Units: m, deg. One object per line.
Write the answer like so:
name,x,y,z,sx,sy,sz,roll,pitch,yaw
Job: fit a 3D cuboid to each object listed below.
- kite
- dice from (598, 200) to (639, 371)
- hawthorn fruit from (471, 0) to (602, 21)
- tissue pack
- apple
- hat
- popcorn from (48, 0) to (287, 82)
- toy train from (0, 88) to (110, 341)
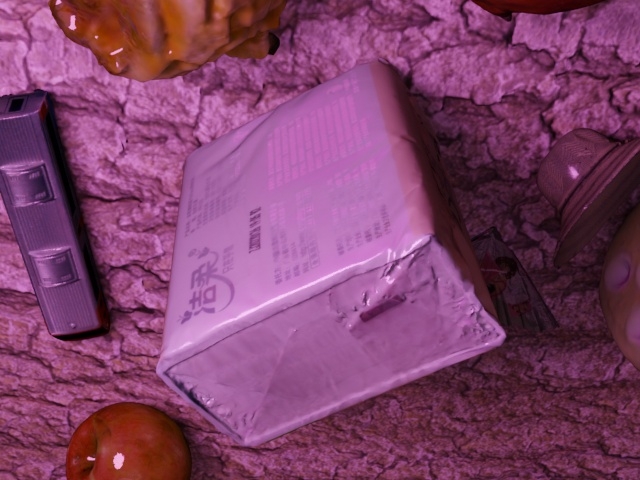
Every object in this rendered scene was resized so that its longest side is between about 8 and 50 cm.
kite,0.233,0.091,1.329,0.323,0.013,0.267,9,123,-8
dice,0.563,0.070,1.187,0.252,0.254,0.249,14,125,-14
hawthorn fruit,0.244,-0.385,0.847,0.325,0.308,0.308,-32,120,30
tissue pack,0.000,0.000,1.023,0.332,0.405,0.205,-27,125,15
apple,-0.305,0.359,1.383,0.196,0.196,0.196,-1,124,-2
hat,0.352,-0.089,1.147,0.110,0.252,0.252,43,121,20
popcorn,-0.177,-0.294,0.911,0.293,0.237,0.293,31,147,24
toy train,-0.375,-0.005,1.191,0.086,0.089,0.409,-8,124,-4
